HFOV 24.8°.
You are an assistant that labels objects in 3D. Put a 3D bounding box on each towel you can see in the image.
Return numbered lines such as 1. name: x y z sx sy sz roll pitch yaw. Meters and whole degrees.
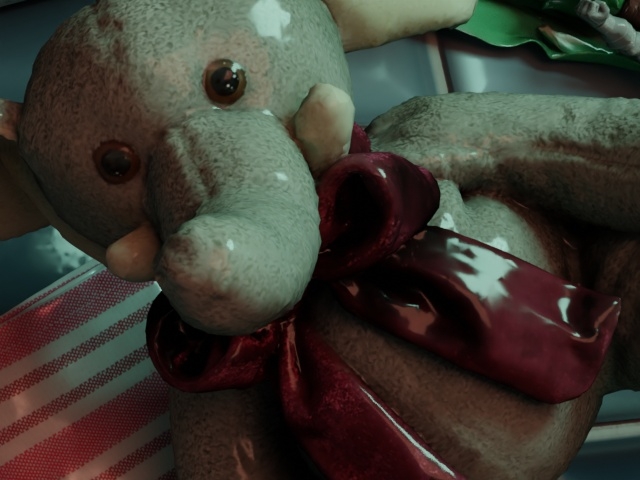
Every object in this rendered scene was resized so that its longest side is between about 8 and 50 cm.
1. towel: -0.081 0.112 0.611 0.144 0.029 0.197 -33 86 -31

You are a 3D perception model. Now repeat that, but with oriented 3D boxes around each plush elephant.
1. plush elephant: 0.000 0.000 0.529 0.255 0.272 0.330 35 18 -37

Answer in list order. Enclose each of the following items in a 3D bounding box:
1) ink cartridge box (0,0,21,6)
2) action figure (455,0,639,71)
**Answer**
1. ink cartridge box: -0.105 -0.218 0.700 0.219 0.092 0.160 -23 80 -31
2. action figure: 0.150 -0.148 0.808 0.232 0.063 0.137 20 73 -13
